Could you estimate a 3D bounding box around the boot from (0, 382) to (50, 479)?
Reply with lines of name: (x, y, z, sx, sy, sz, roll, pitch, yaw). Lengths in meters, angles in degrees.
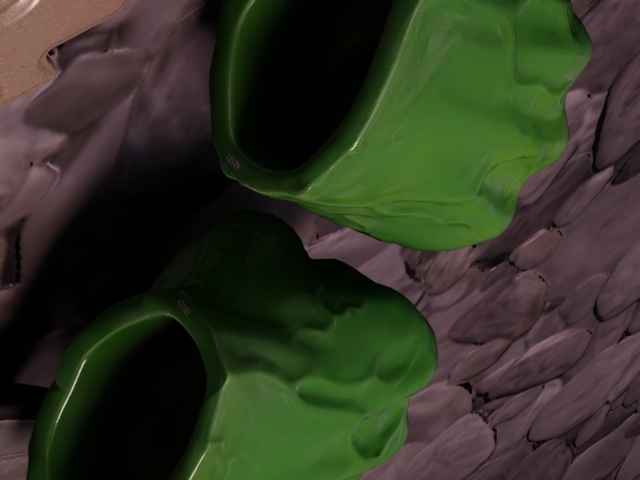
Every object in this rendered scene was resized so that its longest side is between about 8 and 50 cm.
boot: (-0.182, 0.153, 0.641, 0.246, 0.083, 0.161, -29, 119, -40)

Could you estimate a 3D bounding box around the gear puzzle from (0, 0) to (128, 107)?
gear puzzle: (-0.199, -0.038, 0.417, 0.339, 0.044, 0.175, -31, 153, -17)

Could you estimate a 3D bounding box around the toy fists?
toy fists: (0.000, 0.000, 0.662, 0.142, 0.096, 0.279, 8, 113, -52)
